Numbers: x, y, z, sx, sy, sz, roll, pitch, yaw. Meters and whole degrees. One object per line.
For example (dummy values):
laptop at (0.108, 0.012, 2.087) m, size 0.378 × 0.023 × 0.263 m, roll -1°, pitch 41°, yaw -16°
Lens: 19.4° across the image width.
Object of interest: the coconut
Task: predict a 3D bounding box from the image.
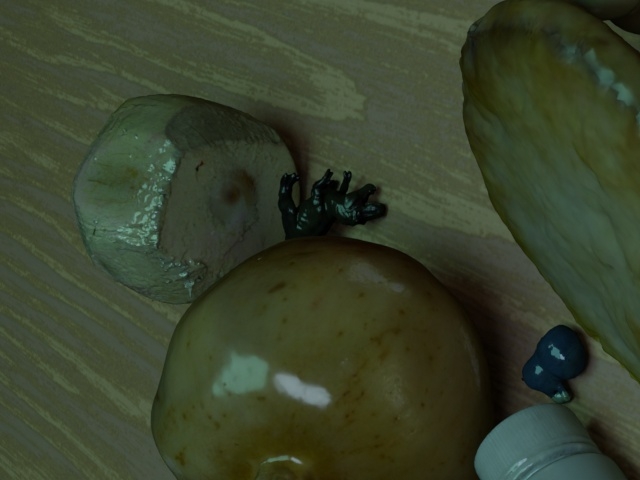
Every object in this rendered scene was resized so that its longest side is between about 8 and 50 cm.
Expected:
coconut at (-0.191, -0.056, 2.541) m, size 0.254 × 0.297 × 0.297 m, roll 8°, pitch 94°, yaw 45°

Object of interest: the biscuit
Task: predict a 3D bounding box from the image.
biscuit at (0.284, -0.035, 1.794) m, size 0.446 × 0.104 × 0.429 m, roll 50°, pitch 164°, yaw 32°

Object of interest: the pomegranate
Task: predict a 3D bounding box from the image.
pomegranate at (0.005, 0.192, 2.127) m, size 0.411 × 0.411 × 0.411 m, roll -9°, pitch 79°, yaw 56°

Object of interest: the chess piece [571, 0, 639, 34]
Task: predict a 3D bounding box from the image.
chess piece at (0.329, -0.247, 1.787) m, size 0.143 × 0.261 × 0.143 m, roll -12°, pitch 75°, yaw 51°

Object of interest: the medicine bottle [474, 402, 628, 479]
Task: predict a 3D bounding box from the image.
medicine bottle at (0.268, 0.296, 1.931) m, size 0.144 × 0.144 × 0.252 m, roll -60°, pitch 42°, yaw 33°

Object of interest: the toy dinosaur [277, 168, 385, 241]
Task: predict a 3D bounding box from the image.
toy dinosaur at (0.000, 0.000, 2.420) m, size 0.187 × 0.087 × 0.179 m, roll -18°, pitch 71°, yaw 56°

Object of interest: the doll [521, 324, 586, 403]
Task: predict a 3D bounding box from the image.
doll at (0.259, 0.136, 2.048) m, size 0.083 × 0.050 × 0.076 m, roll -56°, pitch 48°, yaw 34°
